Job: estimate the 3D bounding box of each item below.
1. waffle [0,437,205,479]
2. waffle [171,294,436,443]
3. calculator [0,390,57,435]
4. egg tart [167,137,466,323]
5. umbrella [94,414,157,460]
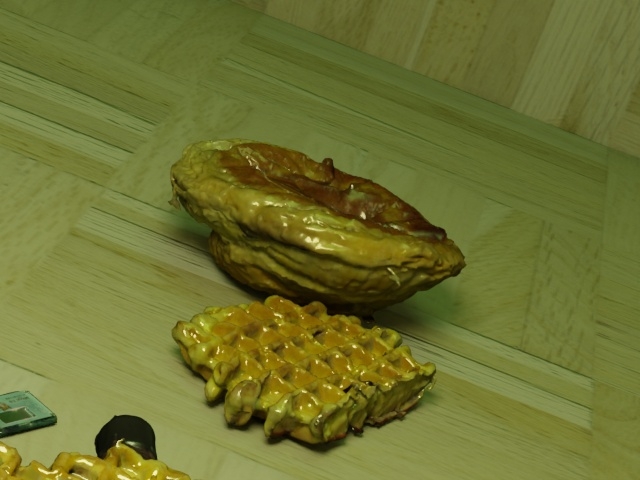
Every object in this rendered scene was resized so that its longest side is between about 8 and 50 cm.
[{"bbox_3d":[-0.182,0.222,1.329,0.249,0.056,0.253,38,31,29],"label":"waffle"},{"bbox_3d":[-0.014,0.143,1.869,0.309,0.065,0.283,10,22,-16],"label":"waffle"},{"bbox_3d":[-0.325,0.169,1.608,0.057,0.018,0.172,36,26,30],"label":"calculator"},{"bbox_3d":[0.000,0.000,2.060,0.351,0.153,0.339,9,17,-36],"label":"egg tart"},{"bbox_3d":[-0.163,0.257,1.448,0.090,0.094,0.326,38,16,-24],"label":"umbrella"}]
